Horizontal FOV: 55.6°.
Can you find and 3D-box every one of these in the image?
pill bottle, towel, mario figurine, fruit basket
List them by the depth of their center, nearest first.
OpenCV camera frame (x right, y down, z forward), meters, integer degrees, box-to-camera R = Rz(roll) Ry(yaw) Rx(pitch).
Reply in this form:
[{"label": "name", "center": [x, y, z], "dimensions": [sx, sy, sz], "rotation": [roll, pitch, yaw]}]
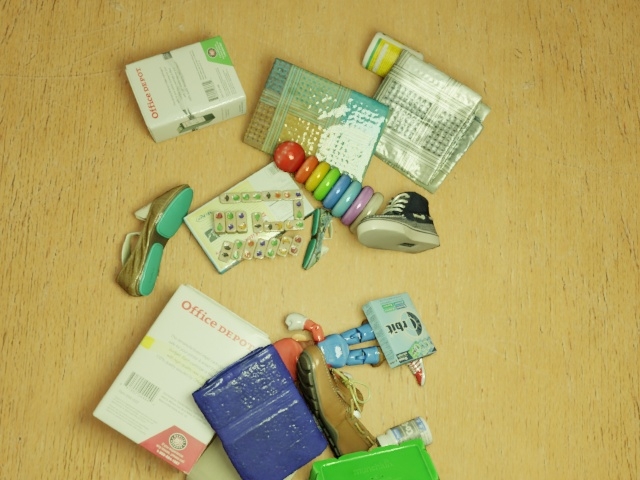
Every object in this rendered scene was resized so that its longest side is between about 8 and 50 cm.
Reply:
[{"label": "towel", "center": [-0.145, 0.433, 1.483], "dimensions": [0.228, 0.076, 0.308], "rotation": [-30, 97, -12]}, {"label": "fruit basket", "center": [0.151, 0.723, 1.524], "dimensions": [0.392, 0.283, 0.392], "rotation": [-6, 121, -10]}, {"label": "pill bottle", "center": [0.223, 0.532, 1.626], "dimensions": [0.137, 0.078, 0.078], "rotation": [-19, 80, -10]}, {"label": "mario figurine", "center": [0.002, 0.302, 1.655], "dimensions": [0.321, 0.170, 0.198], "rotation": [-6, 42, -18]}, {"label": "towel", "center": [-0.008, -0.331, 1.759], "dimensions": [0.370, 0.040, 0.271], "rotation": [23, 98, -4]}, {"label": "towel", "center": [0.294, -0.345, 1.782], "dimensions": [0.324, 0.056, 0.312], "rotation": [33, 100, 0]}, {"label": "pill bottle", "center": [0.241, -0.537, 1.848], "dimensions": [0.208, 0.117, 0.117], "rotation": [27, 76, 0]}]

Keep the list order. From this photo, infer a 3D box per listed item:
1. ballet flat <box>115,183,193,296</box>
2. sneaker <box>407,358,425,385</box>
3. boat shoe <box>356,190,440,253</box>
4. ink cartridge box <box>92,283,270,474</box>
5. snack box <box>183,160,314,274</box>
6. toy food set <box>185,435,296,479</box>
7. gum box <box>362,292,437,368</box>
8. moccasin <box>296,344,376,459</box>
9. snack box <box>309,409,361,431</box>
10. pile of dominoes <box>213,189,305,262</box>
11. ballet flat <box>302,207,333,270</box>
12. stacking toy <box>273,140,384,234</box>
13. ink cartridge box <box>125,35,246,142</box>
[{"label": "ballet flat", "center": [-0.471, -0.014, 1.673], "dimensions": [0.124, 0.116, 0.342], "rotation": [17, 79, 18]}, {"label": "sneaker", "center": [0.253, 0.348, 1.689], "dimensions": [0.067, 0.042, 0.118], "rotation": [-2, 70, -11]}, {"label": "boat shoe", "center": [0.203, -0.063, 1.669], "dimensions": [0.127, 0.341, 0.158], "rotation": [-21, 70, 33]}, {"label": "ink cartridge box", "center": [-0.341, 0.348, 1.565], "dimensions": [0.279, 0.160, 0.384], "rotation": [33, 77, 1]}, {"label": "snack box", "center": [-0.201, -0.068, 1.725], "dimensions": [0.322, 0.060, 0.187], "rotation": [-34, 83, -12]}, {"label": "toy food set", "center": [-0.174, 0.574, 1.579], "dimensions": [0.220, 0.092, 0.306], "rotation": [35, 74, 15]}, {"label": "gum box", "center": [0.217, 0.242, 1.656], "dimensions": [0.157, 0.041, 0.184], "rotation": [-7, 64, -41]}, {"label": "moccasin", "center": [0.050, 0.407, 1.529], "dimensions": [0.147, 0.139, 0.380], "rotation": [-30, 114, -12]}, {"label": "snack box", "center": [0.016, 0.478, 1.645], "dimensions": [0.178, 0.022, 0.064], "rotation": [-17, 79, -9]}, {"label": "pile of dominoes", "center": [-0.164, -0.045, 1.672], "dimensions": [0.251, 0.040, 0.195], "rotation": [-4, 79, -7]}, {"label": "ballet flat", "center": [0.000, 0.000, 1.732], "dimensions": [0.070, 0.070, 0.188], "rotation": [14, 80, -3]}, {"label": "stacking toy", "center": [0.012, -0.165, 1.716], "dimensions": [0.330, 0.141, 0.141], "rotation": [37, 76, -2]}, {"label": "ink cartridge box", "center": [-0.385, -0.436, 1.755], "dimensions": [0.289, 0.121, 0.211], "rotation": [-21, 80, -10]}]
